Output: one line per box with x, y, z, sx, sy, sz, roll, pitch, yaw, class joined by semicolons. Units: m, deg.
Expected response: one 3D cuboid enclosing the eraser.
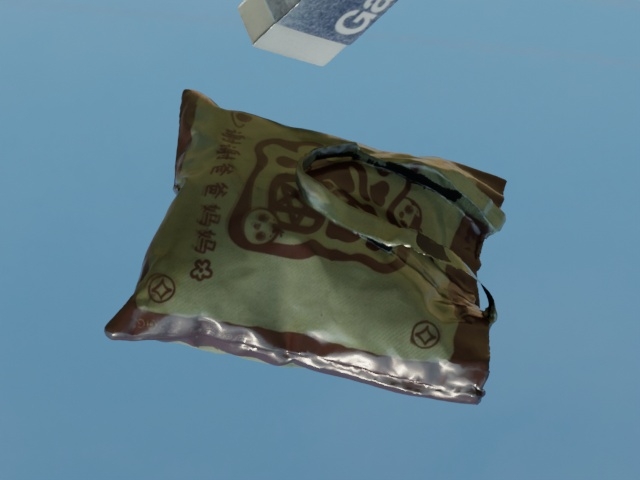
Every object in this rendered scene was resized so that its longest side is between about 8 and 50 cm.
0.037;-0.220;1.449;0.092;0.212;0.046;11;-133;-48;eraser

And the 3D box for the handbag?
0.000;0.000;1.222;0.235;0.127;0.213;11;-135;2;handbag
